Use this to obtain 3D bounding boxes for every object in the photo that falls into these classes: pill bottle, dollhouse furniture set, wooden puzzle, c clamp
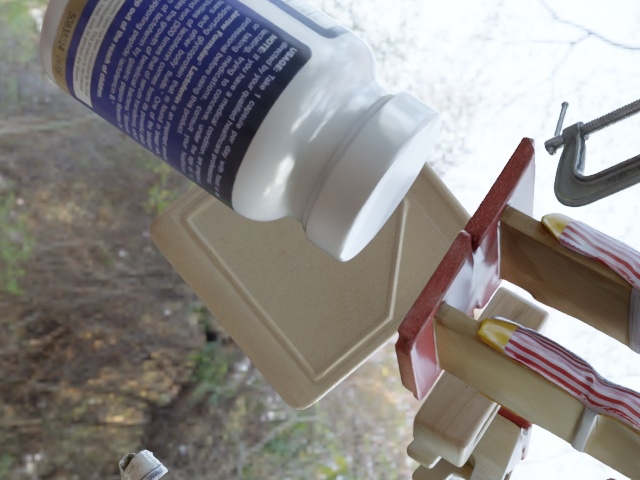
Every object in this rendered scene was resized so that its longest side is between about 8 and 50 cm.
[{"bbox_3d":[-0.055,-0.109,0.898,0.265,0.153,0.153,35,-44,12],"label":"pill bottle"},{"bbox_3d":[0.179,0.113,0.864,0.201,0.152,0.374,30,-17,18],"label":"dollhouse furniture set"},{"bbox_3d":[0.000,0.000,1.145,0.221,0.239,0.044,51,2,-1],"label":"wooden puzzle"},{"bbox_3d":[0.228,-0.086,0.944,0.161,0.022,0.137,-20,-144,44],"label":"c clamp"}]

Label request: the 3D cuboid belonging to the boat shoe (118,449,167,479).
[{"bbox_3d":[-0.164,0.207,1.130,0.035,0.035,0.100,53,-22,4],"label":"boat shoe"}]
